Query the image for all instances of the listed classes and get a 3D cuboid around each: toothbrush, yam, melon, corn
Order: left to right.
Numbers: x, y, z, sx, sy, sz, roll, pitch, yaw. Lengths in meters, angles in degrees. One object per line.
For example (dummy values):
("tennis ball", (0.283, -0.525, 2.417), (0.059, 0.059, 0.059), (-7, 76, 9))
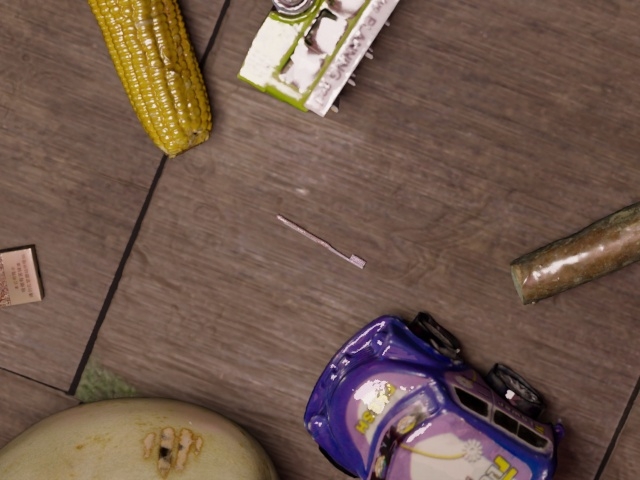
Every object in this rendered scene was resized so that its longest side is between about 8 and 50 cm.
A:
("melon", (-0.192, 0.283, 1.630), (0.330, 0.268, 0.269), (-17, 101, 12))
("corn", (-0.158, -0.188, 1.629), (0.080, 0.080, 0.231), (-21, 100, 5))
("toothbrush", (0.000, 0.000, 1.699), (0.097, 0.006, 0.008), (30, 88, -5))
("yam", (0.306, -0.012, 1.665), (0.274, 0.061, 0.061), (-22, 100, 6))

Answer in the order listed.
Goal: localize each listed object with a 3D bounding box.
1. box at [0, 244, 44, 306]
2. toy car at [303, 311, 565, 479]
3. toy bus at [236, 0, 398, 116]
("box", (-0.308, 0.037, 1.705), (0.083, 0.024, 0.053), (-10, 101, 2))
("toy car", (0.105, 0.187, 1.658), (0.235, 0.158, 0.172), (35, 99, -6))
("toy bus", (0.048, -0.252, 1.600), (0.139, 0.113, 0.302), (32, 103, -5))
